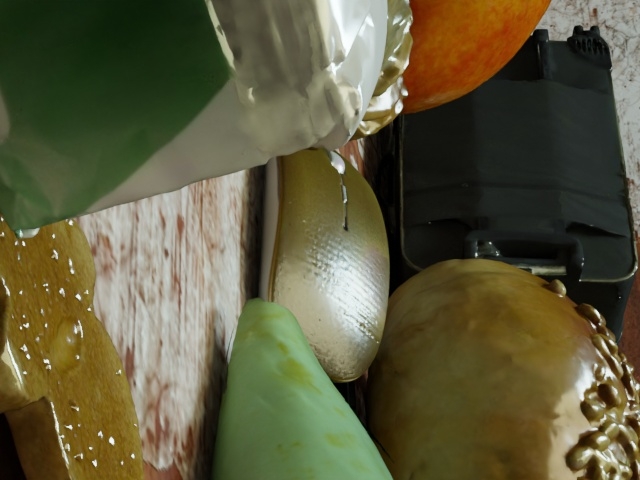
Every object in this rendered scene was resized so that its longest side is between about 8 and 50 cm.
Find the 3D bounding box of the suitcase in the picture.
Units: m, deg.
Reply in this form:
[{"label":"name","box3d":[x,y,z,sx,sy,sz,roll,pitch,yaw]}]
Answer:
[{"label":"suitcase","box3d":[0.203,-0.061,1.743,0.194,0.283,0.434,92,0,-47]}]

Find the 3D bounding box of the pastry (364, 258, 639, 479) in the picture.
[{"label":"pastry","box3d":[0.164,0.212,1.358,0.409,0.245,0.410,-2,90,-86]}]

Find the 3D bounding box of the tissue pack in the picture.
[{"label":"tissue pack","box3d":[-0.102,-0.215,0.714,0.266,0.193,0.357,-79,152,-67]}]

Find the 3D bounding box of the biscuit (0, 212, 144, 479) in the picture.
[{"label":"biscuit","box3d":[-0.135,0.055,0.749,0.166,0.036,0.226,-86,159,-66]}]

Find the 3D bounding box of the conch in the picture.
[{"label":"conch","box3d":[-0.018,0.171,1.037,0.143,0.137,0.251,40,14,-29]}]

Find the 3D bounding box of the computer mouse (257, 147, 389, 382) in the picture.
[{"label":"computer mouse","box3d":[0.000,0.000,1.249,0.126,0.056,0.245,35,39,-32]}]

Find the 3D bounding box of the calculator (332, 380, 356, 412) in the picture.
[{"label":"calculator","box3d":[0.004,0.186,1.249,0.166,0.028,0.274,56,27,-59]}]

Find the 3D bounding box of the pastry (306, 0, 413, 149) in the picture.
[{"label":"pastry","box3d":[-0.023,-0.208,1.014,0.255,0.162,0.311,58,-10,30]}]

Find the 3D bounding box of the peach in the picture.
[{"label":"peach","box3d":[0.082,-0.256,1.381,0.289,0.289,0.308,62,15,-52]}]
